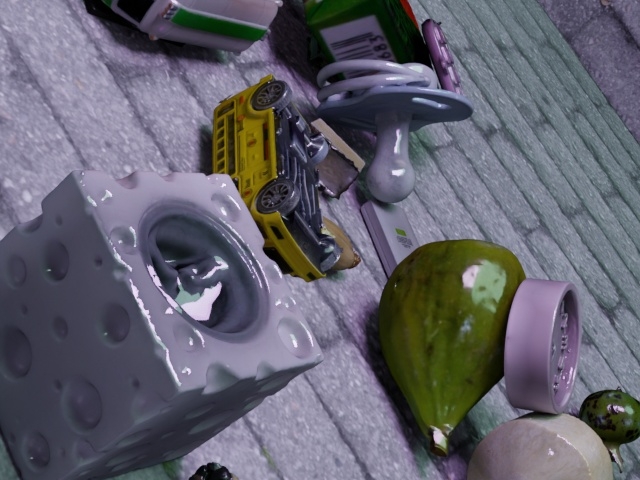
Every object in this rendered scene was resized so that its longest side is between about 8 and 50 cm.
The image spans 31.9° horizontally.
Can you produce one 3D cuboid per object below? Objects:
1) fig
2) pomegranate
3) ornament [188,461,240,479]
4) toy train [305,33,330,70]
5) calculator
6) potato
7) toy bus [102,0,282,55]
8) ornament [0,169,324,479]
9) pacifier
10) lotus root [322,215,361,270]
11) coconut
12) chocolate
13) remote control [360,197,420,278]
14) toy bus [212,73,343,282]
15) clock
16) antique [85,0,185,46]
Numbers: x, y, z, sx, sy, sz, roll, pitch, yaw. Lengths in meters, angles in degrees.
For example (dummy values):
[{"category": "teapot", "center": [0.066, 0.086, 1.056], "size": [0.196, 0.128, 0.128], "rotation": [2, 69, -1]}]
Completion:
[{"category": "fig", "center": [0.181, 0.136, 1.675], "size": [0.233, 0.233, 0.314], "rotation": [49, 47, -7]}, {"category": "pomegranate", "center": [0.538, 0.347, 2.066], "size": [0.122, 0.122, 0.161], "rotation": [17, 71, -46]}, {"category": "ornament", "center": [-0.058, 0.316, 1.229], "size": [0.196, 0.166, 0.153], "rotation": [46, 25, 19]}, {"category": "toy train", "center": [0.001, -0.360, 2.138], "size": [0.056, 0.038, 0.093], "rotation": [40, 30, -33]}, {"category": "calculator", "center": [0.228, -0.314, 2.064], "size": [0.294, 0.043, 0.194], "rotation": [-33, 104, -79]}, {"category": "potato", "center": [0.011, -0.136, 1.858], "size": [0.122, 0.086, 0.061], "rotation": [42, 32, -6]}, {"category": "toy bus", "center": [-0.208, -0.392, 1.733], "size": [0.179, 0.143, 0.305], "rotation": [54, 25, 18]}, {"category": "ornament", "center": [-0.190, 0.090, 1.161], "size": [0.240, 0.240, 0.239], "rotation": [-3, 60, -56]}, {"category": "pacifier", "center": [0.114, -0.180, 1.921], "size": [0.244, 0.299, 0.233], "rotation": [4, 82, -36]}, {"category": "lotus root", "center": [0.000, 0.000, 1.713], "size": [0.150, 0.062, 0.073], "rotation": [38, 25, -25]}, {"category": "coconut", "center": [0.317, 0.356, 1.636], "size": [0.222, 0.202, 0.202], "rotation": [-7, 64, -60]}, {"category": "chocolate", "center": [0.085, -0.424, 2.105], "size": [0.360, 0.161, 0.341], "rotation": [55, 18, -48]}, {"category": "remote control", "center": [0.146, 0.042, 1.905], "size": [0.103, 0.034, 0.250], "rotation": [13, 48, -49]}, {"category": "toy bus", "center": [-0.075, -0.079, 1.591], "size": [0.144, 0.152, 0.330], "rotation": [54, 21, -40]}, {"category": "clock", "center": [0.332, 0.156, 1.659], "size": [0.197, 0.068, 0.196], "rotation": [-16, 107, -63]}, {"category": "antique", "center": [-0.282, -0.337, 1.726], "size": [0.192, 0.015, 0.031], "rotation": [12, 49, -50]}]
